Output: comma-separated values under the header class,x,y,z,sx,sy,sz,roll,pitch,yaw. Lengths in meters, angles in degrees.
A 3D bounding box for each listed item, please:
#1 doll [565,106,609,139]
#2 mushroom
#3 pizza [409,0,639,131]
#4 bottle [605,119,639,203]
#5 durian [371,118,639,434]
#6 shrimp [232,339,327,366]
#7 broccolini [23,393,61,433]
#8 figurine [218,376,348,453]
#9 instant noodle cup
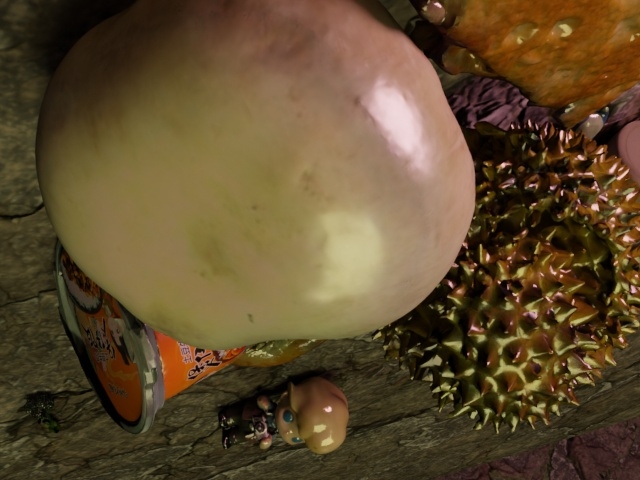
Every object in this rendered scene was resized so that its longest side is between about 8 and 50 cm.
class,x,y,z,sx,sy,sz,roll,pitch,yaw
doll,0.237,-0.089,0.816,0.037,0.027,0.125,-2,152,-13
mushroom,-0.030,-0.059,0.529,0.260,0.234,0.254,28,128,4
pizza,0.157,-0.184,0.473,0.278,0.114,0.409,-18,154,-1
bottle,0.295,-0.024,0.894,0.110,0.097,0.209,-42,169,-33
durian,0.172,0.026,0.755,0.258,0.258,0.293,-1,122,-32
shrimp,-0.033,0.101,1.008,0.217,0.051,0.115,-24,152,19
broccolini,-0.345,0.221,1.086,0.035,0.030,0.140,-48,169,-21
figurine,-0.055,0.266,1.277,0.196,0.114,0.108,-7,179,3
instant noodle cup,-0.136,0.062,0.740,0.125,0.208,0.177,-19,117,-31
